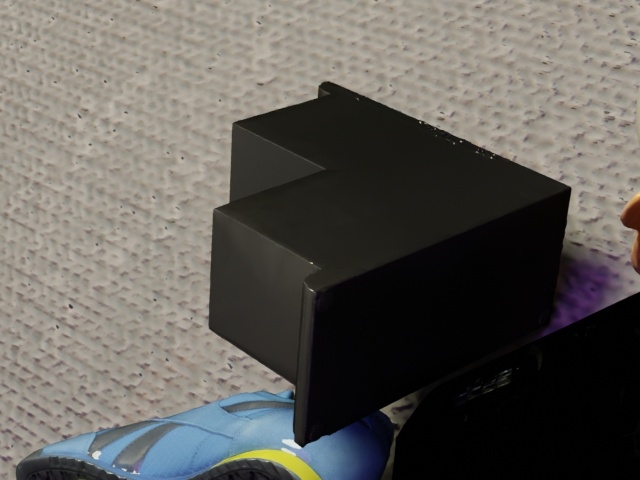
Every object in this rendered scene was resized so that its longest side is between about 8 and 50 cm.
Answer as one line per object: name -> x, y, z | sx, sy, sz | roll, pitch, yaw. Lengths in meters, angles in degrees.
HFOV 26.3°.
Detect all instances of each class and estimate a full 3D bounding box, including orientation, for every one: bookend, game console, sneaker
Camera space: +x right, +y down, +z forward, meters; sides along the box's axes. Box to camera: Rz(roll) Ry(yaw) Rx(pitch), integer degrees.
bookend -> 0.000, 0.000, 0.611 | 0.157, 0.072, 0.156 | -21, 37, -40
game console -> 0.076, 0.198, 0.454 | 0.213, 0.044, 0.361 | -37, 40, 55
sneaker -> -0.056, 0.111, 0.652 | 0.209, 0.069, 0.082 | -11, 19, 38

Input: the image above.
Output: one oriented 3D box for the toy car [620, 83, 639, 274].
toy car -> 0.215, -0.070, 0.542 | 0.238, 0.210, 0.219 | -50, 59, 34
